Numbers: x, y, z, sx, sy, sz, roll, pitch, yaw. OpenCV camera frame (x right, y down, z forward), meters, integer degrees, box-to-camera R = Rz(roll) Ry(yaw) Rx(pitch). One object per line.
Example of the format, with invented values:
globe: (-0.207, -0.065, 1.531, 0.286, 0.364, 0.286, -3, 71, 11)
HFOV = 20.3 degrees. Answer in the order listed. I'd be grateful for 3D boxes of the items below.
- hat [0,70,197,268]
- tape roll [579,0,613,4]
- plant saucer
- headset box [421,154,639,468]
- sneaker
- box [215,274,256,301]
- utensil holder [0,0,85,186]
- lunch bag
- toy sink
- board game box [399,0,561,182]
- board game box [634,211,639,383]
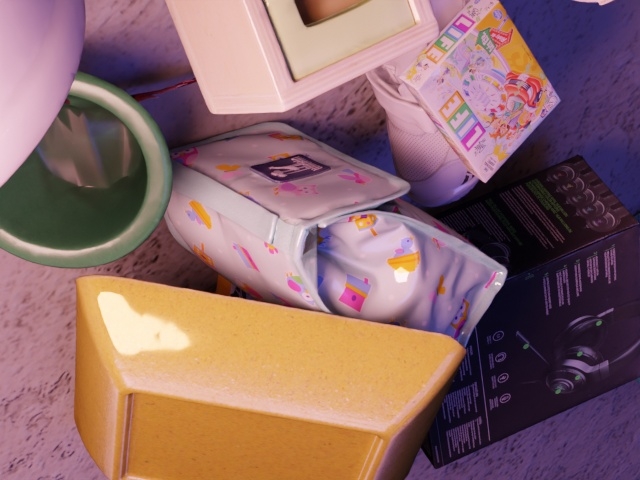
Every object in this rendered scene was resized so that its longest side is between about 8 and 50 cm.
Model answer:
hat: (-0.192, -0.089, 1.508, 0.208, 0.183, 0.173, 15, 115, -4)
tape roll: (0.264, -0.340, 1.513, 0.169, 0.246, 0.246, -22, 139, -27)
plant saucer: (-0.063, 0.163, 1.601, 0.332, 0.081, 0.333, 10, 152, -3)
headset box: (0.208, 0.073, 1.909, 0.283, 0.131, 0.246, -23, 135, -11)
sneaker: (0.057, -0.173, 1.577, 0.210, 0.137, 0.366, -18, 133, -29)
box: (-0.061, 0.034, 1.753, 0.081, 0.028, 0.136, -18, 134, -31)
utensil holder: (-0.349, -0.212, 0.984, 0.327, 0.327, 0.385, -37, 141, -11)
lunch bag: (0.000, 0.000, 1.595, 0.262, 0.223, 0.160, 30, 90, -45)
toy sink: (-0.034, -0.230, 1.332, 0.152, 0.131, 0.234, -27, 105, -26)
board game box: (0.141, -0.131, 1.555, 0.103, 0.026, 0.154, -47, 139, -4)
board game box: (0.498, 0.039, 2.257, 0.253, 0.079, 0.336, -37, 144, -10)
